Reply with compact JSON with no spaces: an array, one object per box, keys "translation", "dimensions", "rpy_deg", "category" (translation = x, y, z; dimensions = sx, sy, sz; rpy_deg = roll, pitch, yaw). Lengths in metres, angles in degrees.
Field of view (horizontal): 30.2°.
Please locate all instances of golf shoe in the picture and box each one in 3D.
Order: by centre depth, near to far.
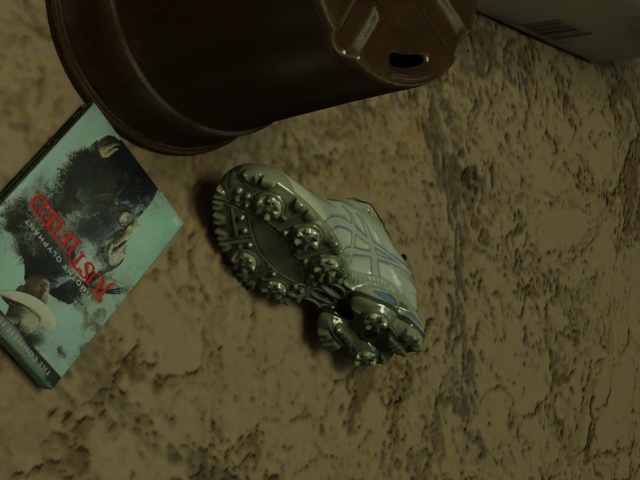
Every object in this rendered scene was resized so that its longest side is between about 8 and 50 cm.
[{"translation":[0.000,0.000,0.703],"dimensions":[0.176,0.069,0.086],"rpy_deg":[48,37,-38],"category":"golf shoe"}]

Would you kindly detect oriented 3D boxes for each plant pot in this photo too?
[{"translation":[-0.021,-0.132,0.594],"dimensions":[0.167,0.165,0.167],"rpy_deg":[2,87,-47],"category":"plant pot"}]

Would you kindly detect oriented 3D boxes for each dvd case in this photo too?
[{"translation":[-0.126,0.002,0.592],"dimensions":[0.119,0.013,0.087],"rpy_deg":[-54,125,-32],"category":"dvd case"}]

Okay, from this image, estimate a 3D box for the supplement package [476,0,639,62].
[{"translation":[0.235,-0.286,0.841],"dimensions":[0.199,0.198,0.263],"rpy_deg":[10,82,-45],"category":"supplement package"}]
